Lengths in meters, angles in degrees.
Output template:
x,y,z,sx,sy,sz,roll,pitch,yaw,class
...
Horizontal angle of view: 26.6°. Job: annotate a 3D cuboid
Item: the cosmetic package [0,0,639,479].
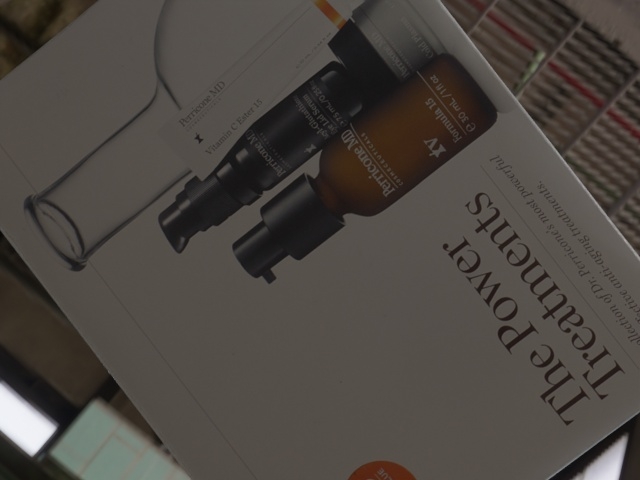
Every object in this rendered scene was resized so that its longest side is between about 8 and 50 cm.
x,y,z,sx,sy,sz,roll,pitch,yaw,class
0.000,0.000,0.806,0.284,0.097,0.377,-38,-91,8,cosmetic package
